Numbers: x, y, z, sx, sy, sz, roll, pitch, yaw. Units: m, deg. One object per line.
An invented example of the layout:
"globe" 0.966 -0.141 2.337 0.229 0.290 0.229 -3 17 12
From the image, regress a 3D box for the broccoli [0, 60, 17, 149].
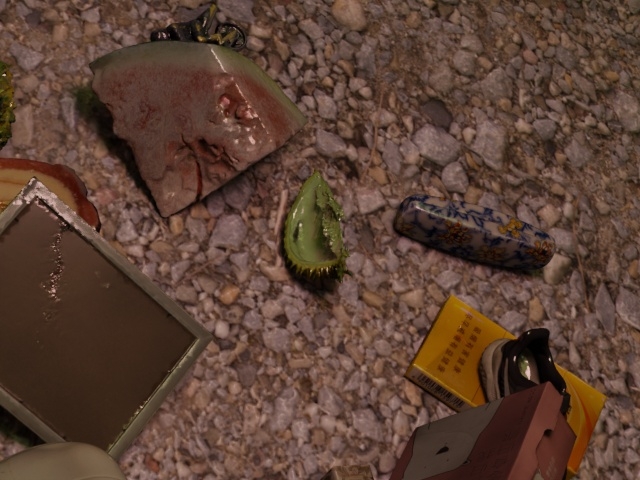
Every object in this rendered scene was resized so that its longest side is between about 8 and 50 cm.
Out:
"broccoli" -0.468 -0.199 1.638 0.219 0.194 0.194 39 45 22

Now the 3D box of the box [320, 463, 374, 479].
"box" 0.043 0.327 1.604 0.062 0.045 0.098 3 55 -28

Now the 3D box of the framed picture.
"framed picture" -0.298 0.105 1.512 0.293 0.018 0.231 44 69 -15

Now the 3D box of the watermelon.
"watermelon" -0.162 -0.167 1.810 0.310 0.193 0.232 38 30 -40

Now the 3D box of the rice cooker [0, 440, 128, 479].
"rice cooker" -0.257 0.343 1.302 0.226 0.226 0.244 -17 50 -36

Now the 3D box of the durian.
"durian" 0.000 0.000 1.800 0.086 0.100 0.215 4 47 -22

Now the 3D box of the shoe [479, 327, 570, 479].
"shoe" 0.282 0.217 1.717 0.099 0.112 0.228 2 56 -23

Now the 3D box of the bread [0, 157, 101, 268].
"bread" -0.403 -0.016 1.583 0.244 0.123 0.190 3 52 -27

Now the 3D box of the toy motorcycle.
"toy motorcycle" -0.194 -0.285 1.947 0.124 0.061 0.193 37 54 -7

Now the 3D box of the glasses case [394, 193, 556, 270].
"glasses case" 0.233 -0.012 1.943 0.247 0.087 0.065 18 61 -16

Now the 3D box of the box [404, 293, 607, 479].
"box" 0.261 0.205 1.816 0.269 0.043 0.152 35 51 1

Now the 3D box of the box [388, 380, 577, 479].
"box" 0.190 0.288 1.574 0.086 0.215 0.215 56 33 -13
